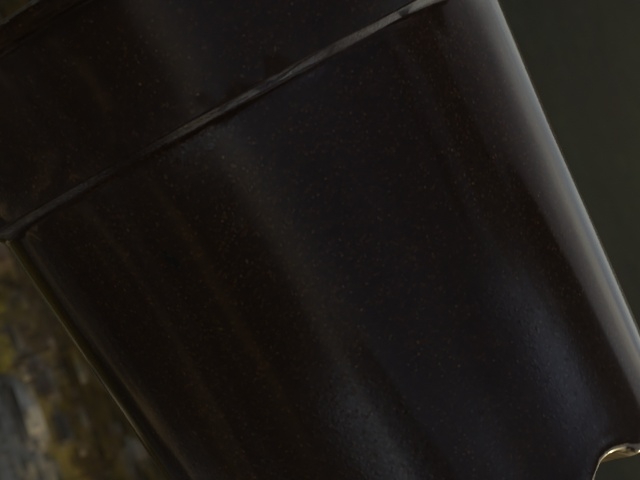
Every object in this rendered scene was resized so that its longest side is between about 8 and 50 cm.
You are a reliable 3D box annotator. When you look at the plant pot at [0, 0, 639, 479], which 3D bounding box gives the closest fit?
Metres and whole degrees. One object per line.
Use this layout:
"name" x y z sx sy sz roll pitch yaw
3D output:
"plant pot" 0.000 0.000 0.493 0.165 0.167 0.167 61 17 -2
